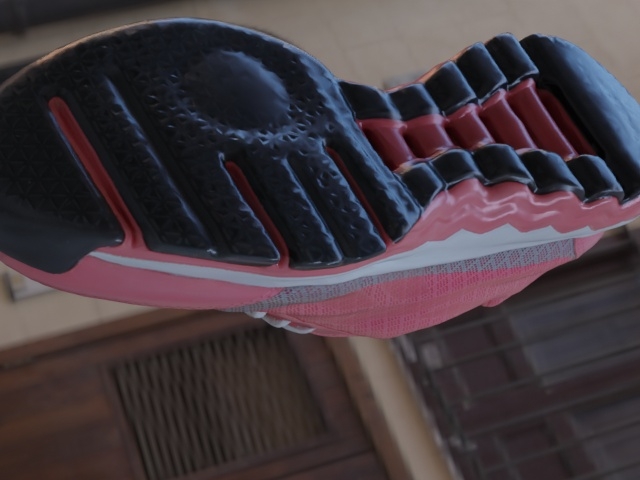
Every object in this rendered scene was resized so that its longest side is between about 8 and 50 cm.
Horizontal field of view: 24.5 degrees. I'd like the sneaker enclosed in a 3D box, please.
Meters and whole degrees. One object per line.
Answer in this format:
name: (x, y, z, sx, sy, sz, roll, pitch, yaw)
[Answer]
sneaker: (0.001, 0.000, 0.586, 0.136, 0.314, 0.116, -56, -131, 40)
